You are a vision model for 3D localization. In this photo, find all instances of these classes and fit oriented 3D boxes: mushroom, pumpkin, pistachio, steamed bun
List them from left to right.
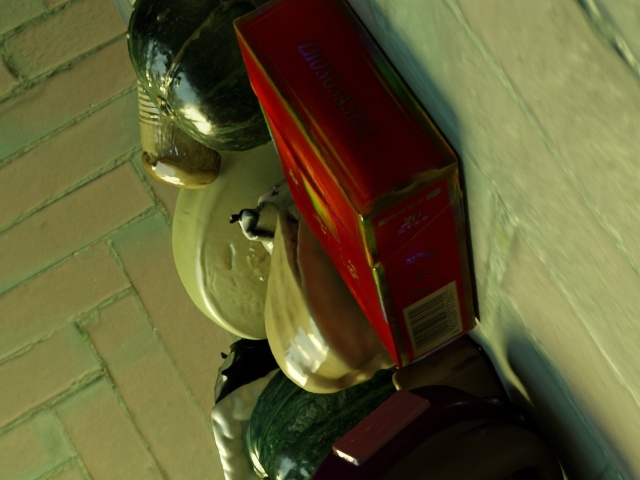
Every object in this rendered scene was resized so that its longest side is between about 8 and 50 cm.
[{"bbox_3d":[-0.164,-0.230,1.498,0.123,0.095,0.351,8,106,49],"label":"mushroom"},{"bbox_3d":[-0.103,-0.174,1.367,0.190,0.146,0.190,58,172,13],"label":"pumpkin"},{"bbox_3d":[-0.094,-0.016,1.635,0.200,0.155,0.250,-148,69,-66],"label":"steamed bun"},{"bbox_3d":[0.012,0.043,1.350,0.157,0.157,0.229,66,-171,-47],"label":"pistachio"},{"bbox_3d":[0.068,0.256,1.505,0.197,0.263,0.293,23,137,67],"label":"pumpkin"}]

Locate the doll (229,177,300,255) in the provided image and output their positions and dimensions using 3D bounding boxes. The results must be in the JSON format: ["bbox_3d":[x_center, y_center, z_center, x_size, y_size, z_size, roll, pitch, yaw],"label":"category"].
[{"bbox_3d":[0.000,0.000,1.502,0.192,0.149,0.095,52,150,-19],"label":"doll"}]

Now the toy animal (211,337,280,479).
[{"bbox_3d":[-0.041,0.205,1.650,0.208,0.156,0.204,-76,-27,-71],"label":"toy animal"}]

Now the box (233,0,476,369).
[{"bbox_3d":[0.035,-0.042,1.126,0.197,0.089,0.313,59,174,26],"label":"box"}]

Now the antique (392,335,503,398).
[{"bbox_3d":[0.166,0.231,1.367,0.310,0.087,0.093,62,175,-25],"label":"antique"}]

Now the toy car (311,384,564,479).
[{"bbox_3d":[0.148,0.301,1.168,0.240,0.271,0.340,16,139,55],"label":"toy car"}]
